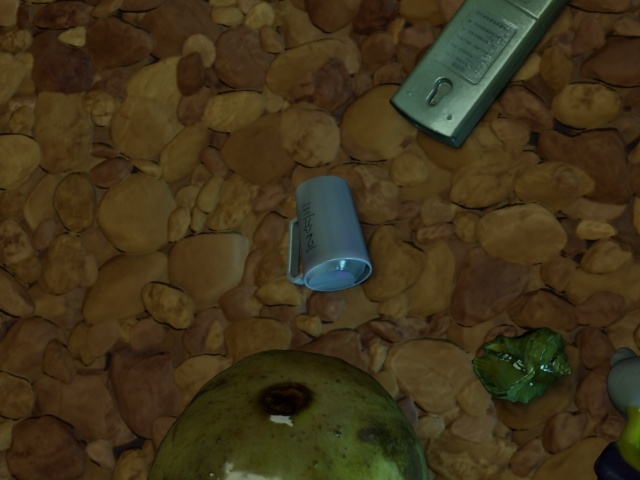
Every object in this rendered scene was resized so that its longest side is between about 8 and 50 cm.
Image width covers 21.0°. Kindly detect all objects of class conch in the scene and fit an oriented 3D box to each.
[{"bbox_3d":[0.204,0.127,1.763,0.121,0.074,0.089,9,36,42],"label":"conch"}]

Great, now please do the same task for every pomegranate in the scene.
[{"bbox_3d":[-0.029,0.244,1.692,0.281,0.281,0.281,-6,68,16],"label":"pomegranate"}]

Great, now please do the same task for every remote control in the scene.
[{"bbox_3d":[0.180,-0.216,1.924,0.098,0.038,0.233,34,84,26],"label":"remote control"}]

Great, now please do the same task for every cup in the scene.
[{"bbox_3d":[0.000,0.000,1.889,0.104,0.074,0.116,-33,56,36],"label":"cup"}]

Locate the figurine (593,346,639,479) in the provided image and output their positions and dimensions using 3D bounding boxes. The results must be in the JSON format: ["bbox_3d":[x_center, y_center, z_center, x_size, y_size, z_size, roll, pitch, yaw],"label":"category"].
[{"bbox_3d":[0.380,0.090,1.690,0.193,0.154,0.421,18,83,58],"label":"figurine"}]
